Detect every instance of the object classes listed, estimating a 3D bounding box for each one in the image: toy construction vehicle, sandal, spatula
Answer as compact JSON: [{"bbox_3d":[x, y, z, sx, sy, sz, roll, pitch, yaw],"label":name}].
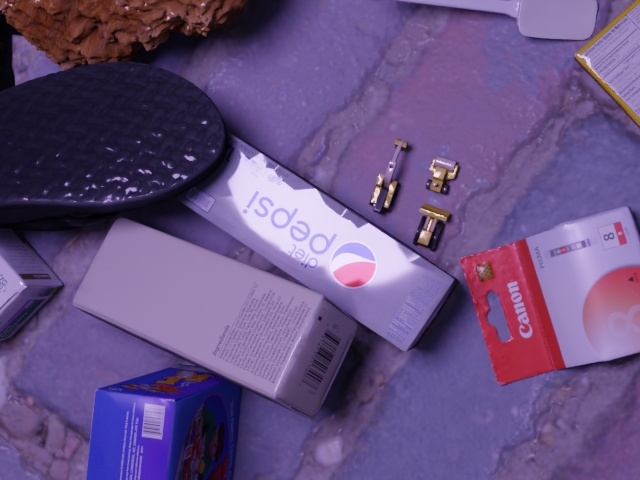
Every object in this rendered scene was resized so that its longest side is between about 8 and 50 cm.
[{"bbox_3d":[0.098,-0.049,1.079,0.086,0.035,0.098,23,93,11],"label":"toy construction vehicle"},{"bbox_3d":[-0.308,-0.074,1.071,0.446,0.107,0.167,-11,67,7],"label":"sandal"},{"bbox_3d":[0.171,-0.298,1.045,0.242,0.019,0.168,6,96,-8],"label":"spatula"}]

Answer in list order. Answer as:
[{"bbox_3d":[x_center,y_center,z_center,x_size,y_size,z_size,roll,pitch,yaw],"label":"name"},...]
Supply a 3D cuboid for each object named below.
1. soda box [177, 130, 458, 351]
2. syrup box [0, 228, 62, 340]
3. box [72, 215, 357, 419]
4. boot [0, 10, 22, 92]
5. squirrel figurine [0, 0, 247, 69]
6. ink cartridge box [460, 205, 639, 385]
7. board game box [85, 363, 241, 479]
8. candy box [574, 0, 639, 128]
[{"bbox_3d":[0.000,0.000,1.066,0.286,0.098,0.091,33,93,10],"label":"soda box"},{"bbox_3d":[-0.411,-0.003,1.150,0.093,0.096,0.237,-44,82,7],"label":"syrup box"},{"bbox_3d":[-0.110,0.074,1.036,0.275,0.094,0.113,21,79,32],"label":"box"},{"bbox_3d":[-0.465,-0.223,1.176,0.229,0.091,0.262,12,81,12],"label":"boot"},{"bbox_3d":[-0.249,-0.363,1.015,0.371,0.281,0.396,-6,100,-4],"label":"squirrel figurine"},{"bbox_3d":[0.247,0.057,1.043,0.179,0.045,0.145,-17,85,8],"label":"ink cartridge box"},{"bbox_3d":[-0.161,0.310,1.022,0.078,0.233,0.347,6,90,11],"label":"board game box"},{"bbox_3d":[0.369,-0.217,1.033,0.206,0.027,0.105,-41,79,7],"label":"candy box"}]
